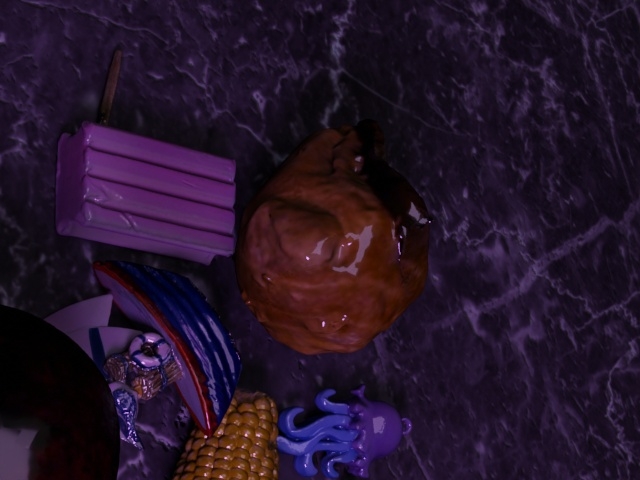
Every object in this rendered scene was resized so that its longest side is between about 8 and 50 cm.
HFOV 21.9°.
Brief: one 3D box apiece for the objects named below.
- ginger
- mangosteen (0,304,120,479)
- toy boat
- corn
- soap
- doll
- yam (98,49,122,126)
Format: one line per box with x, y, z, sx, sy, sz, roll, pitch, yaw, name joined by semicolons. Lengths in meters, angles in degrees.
0.000;0.002;1.886;0.223;0.200;0.269;-17;43;-15;ginger
-0.316;0.219;1.498;0.347;0.306;0.307;58;40;-52;mangosteen
-0.241;0.120;1.731;0.318;0.072;0.219;-3;62;-19;toy boat
-0.114;0.314;1.729;0.130;0.130;0.347;33;55;-28;corn
-0.191;-0.051;1.829;0.203;0.065;0.122;14;67;-36;soap
0.018;0.224;1.916;0.205;0.067;0.110;-2;90;-29;doll
-0.238;-0.169;1.866;0.014;0.014;0.107;24;61;-32;yam
